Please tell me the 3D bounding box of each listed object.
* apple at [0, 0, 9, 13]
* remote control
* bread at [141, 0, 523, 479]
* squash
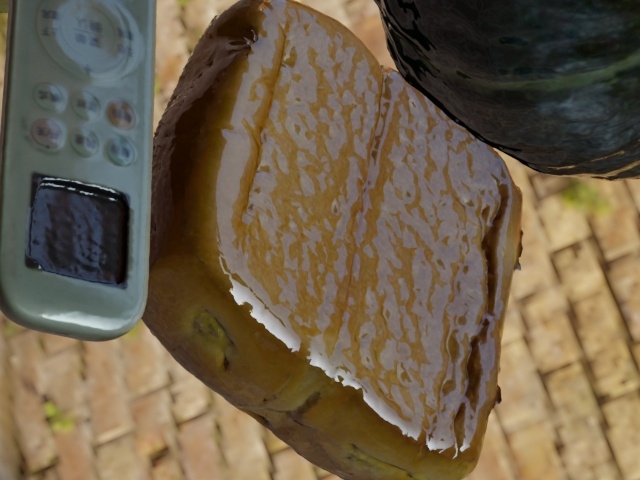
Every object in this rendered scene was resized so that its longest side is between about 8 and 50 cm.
[{"bbox_3d":[-0.222,-0.302,1.431,0.193,0.120,0.265,21,62,-55],"label":"apple"},{"bbox_3d":[-0.136,-0.089,1.094,0.090,0.038,0.309,15,60,-27],"label":"remote control"},{"bbox_3d":[-0.005,0.003,1.510,0.328,0.148,0.337,34,46,-28],"label":"bread"},{"bbox_3d":[0.136,-0.151,0.843,0.165,0.252,0.252,33,-12,43],"label":"squash"}]
